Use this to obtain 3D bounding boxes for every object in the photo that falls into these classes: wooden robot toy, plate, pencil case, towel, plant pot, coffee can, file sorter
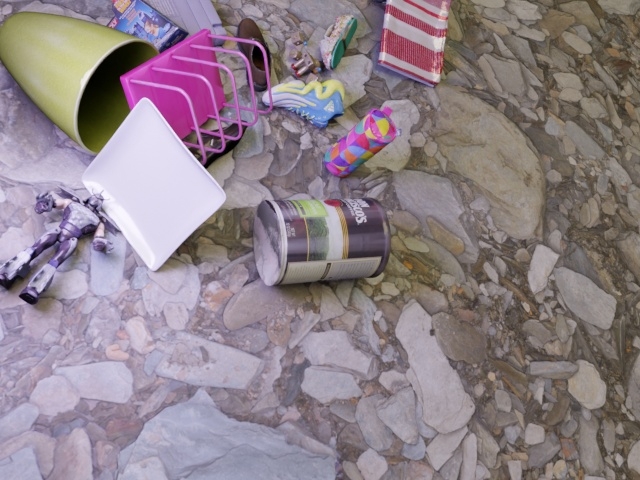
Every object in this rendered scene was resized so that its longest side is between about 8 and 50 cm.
[{"bbox_3d":[-0.038,-0.520,1.627,0.079,0.076,0.173,-3,65,-63],"label":"wooden robot toy"},{"bbox_3d":[-0.360,-0.117,1.206,0.278,0.277,0.045,51,27,3],"label":"plate"},{"bbox_3d":[0.105,-0.254,1.462,0.104,0.236,0.104,13,64,-29],"label":"pencil case"},{"bbox_3d":[0.307,-0.684,1.786,0.237,0.037,0.329,13,81,-25],"label":"towel"},{"bbox_3d":[-0.554,-0.379,1.231,0.293,0.275,0.275,31,58,9],"label":"plant pot"},{"bbox_3d":[0.000,0.000,1.326,0.275,0.201,0.201,-3,70,-25],"label":"coffee can"},{"bbox_3d":[-0.263,-0.327,1.275,0.182,0.202,0.290,16,45,24],"label":"file sorter"}]

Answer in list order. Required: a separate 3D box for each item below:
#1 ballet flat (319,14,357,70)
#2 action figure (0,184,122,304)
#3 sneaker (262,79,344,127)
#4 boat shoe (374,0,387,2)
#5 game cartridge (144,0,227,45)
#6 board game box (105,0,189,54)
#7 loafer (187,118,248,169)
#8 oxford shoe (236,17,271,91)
[{"bbox_3d":[0.042,-0.600,1.686,0.077,0.091,0.241,14,54,16],"label":"ballet flat"},{"bbox_3d":[-0.533,-0.004,1.152,0.185,0.099,0.285,33,58,-6],"label":"action figure"},{"bbox_3d":[-0.035,-0.373,1.538,0.240,0.091,0.126,-13,86,-17],"label":"sneaker"},{"bbox_3d":[0.308,-0.896,1.893,0.335,0.119,0.121,-28,111,-29],"label":"boat shoe"},{"bbox_3d":[-0.430,-0.673,1.510,0.230,0.068,0.355,-21,78,-26],"label":"game cartridge"},{"bbox_3d":[-0.463,-0.522,1.382,0.194,0.194,0.060,51,16,4],"label":"board game box"},{"bbox_3d":[-0.269,-0.248,1.384,0.078,0.080,0.220,45,58,-1],"label":"loafer"},{"bbox_3d":[-0.174,-0.536,1.542,0.083,0.096,0.227,-9,71,-25],"label":"oxford shoe"}]
